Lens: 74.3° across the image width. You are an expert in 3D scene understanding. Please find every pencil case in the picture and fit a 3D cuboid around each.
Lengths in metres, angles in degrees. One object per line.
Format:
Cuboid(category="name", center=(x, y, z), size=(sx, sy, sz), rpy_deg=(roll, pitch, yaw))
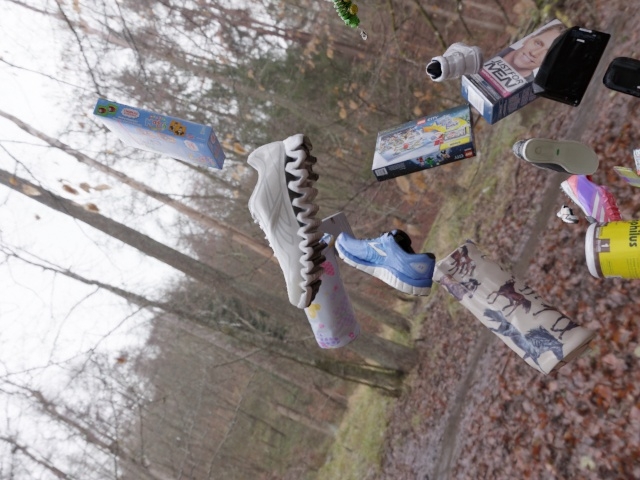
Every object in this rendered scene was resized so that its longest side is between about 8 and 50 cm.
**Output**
Cuboid(category="pencil case", center=(0.010, 0.119, 0.993), size=(0.124, 0.113, 0.273), rpy_deg=(-36, -62, -40))
Cuboid(category="pencil case", center=(0.503, 0.172, 1.126), size=(0.183, 0.410, 0.160), rpy_deg=(-11, -46, -41))

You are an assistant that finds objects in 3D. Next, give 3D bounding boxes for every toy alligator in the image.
Cuboid(category="toy alligator", center=(0.084, -0.685, 1.286), size=(0.051, 0.056, 0.190), rpy_deg=(-49, -57, -16))

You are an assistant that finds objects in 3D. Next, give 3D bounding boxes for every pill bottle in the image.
Cuboid(category="pill bottle", center=(0.648, 0.016, 0.818), size=(0.117, 0.214, 0.117), rpy_deg=(4, -96, -46))

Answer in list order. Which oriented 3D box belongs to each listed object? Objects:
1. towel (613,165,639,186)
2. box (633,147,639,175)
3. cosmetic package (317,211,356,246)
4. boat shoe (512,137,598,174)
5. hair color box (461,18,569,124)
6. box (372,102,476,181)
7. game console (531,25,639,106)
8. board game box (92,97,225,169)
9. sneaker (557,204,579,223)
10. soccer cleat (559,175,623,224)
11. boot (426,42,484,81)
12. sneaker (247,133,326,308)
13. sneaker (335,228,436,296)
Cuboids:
Cuboid(category="towel", center=(0.773, -0.157, 1.048), size=(0.009, 0.083, 0.060), rpy_deg=(-56, 16, 8))
Cuboid(category="box", center=(1.097, -0.261, 1.392), size=(0.137, 0.027, 0.094), rpy_deg=(-73, -34, -81))
Cuboid(category="cosmetic package", center=(0.000, 0.000, 1.472), size=(0.107, 0.127, 0.238), rpy_deg=(-20, 8, 45))
Cuboid(category="boat shoe", center=(0.635, -0.229, 1.138), size=(0.079, 0.233, 0.084), rpy_deg=(-132, 53, -78))
Cuboid(category="hair color box", center=(0.654, -0.542, 1.362), size=(0.347, 0.174, 0.105), rpy_deg=(-30, -29, 3))
Cuboid(category="box", center=(0.245, -0.233, 1.010), size=(0.044, 0.233, 0.159), rpy_deg=(55, -145, -37))
Cuboid(category="game console", center=(0.782, -0.438, 1.133), size=(0.213, 0.361, 0.044), rpy_deg=(-62, -19, -5))
Cuboid(category="board game box", center=(-0.306, -0.204, 0.836), size=(0.160, 0.211, 0.039), rpy_deg=(115, 170, -81))
Cuboid(category="sneaker", center=(0.849, -0.089, 1.446), size=(0.109, 0.040, 0.044), rpy_deg=(-89, 10, -66))
Cuboid(category="soccer cleat", center=(0.970, -0.118, 1.458), size=(0.116, 0.108, 0.318), rpy_deg=(-46, 44, 31))
Cuboid(category="boot", center=(0.364, -0.513, 1.220), size=(0.258, 0.123, 0.095), rpy_deg=(-95, -7, -69))
Cuboid(category="sneaker", center=(-0.058, -0.029, 0.727), size=(0.110, 0.118, 0.292), rpy_deg=(10, -105, -79))
Cuboid(category="sneaker", center=(0.183, 0.033, 1.180), size=(0.129, 0.330, 0.147), rpy_deg=(14, -82, -50))
